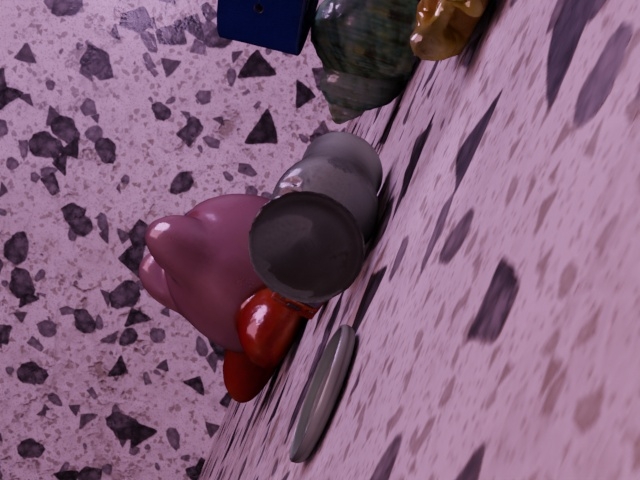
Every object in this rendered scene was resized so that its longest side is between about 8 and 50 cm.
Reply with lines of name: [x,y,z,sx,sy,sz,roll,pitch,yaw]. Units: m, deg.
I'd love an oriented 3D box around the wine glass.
wine glass: [0.004,-0.033,0.954,0.231,0.103,0.103,-69,3,-68]

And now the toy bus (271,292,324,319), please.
toy bus: [0.000,0.000,1.174,0.077,0.065,0.192,-55,11,41]

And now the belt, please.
belt: [-0.039,-0.414,1.284,0.212,0.117,0.347,76,-151,-81]

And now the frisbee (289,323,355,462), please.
frisbee: [0.002,0.115,0.756,0.110,0.014,0.110,-158,90,-87]

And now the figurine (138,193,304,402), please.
figurine: [-0.102,0.053,1.425,0.211,0.261,0.270,-38,-11,-25]

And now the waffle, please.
waffle: [0.143,-0.279,0.779,0.281,0.058,0.301,-73,5,-78]

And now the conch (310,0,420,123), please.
conch: [0.057,-0.243,1.295,0.122,0.176,0.188,-29,-39,-25]
